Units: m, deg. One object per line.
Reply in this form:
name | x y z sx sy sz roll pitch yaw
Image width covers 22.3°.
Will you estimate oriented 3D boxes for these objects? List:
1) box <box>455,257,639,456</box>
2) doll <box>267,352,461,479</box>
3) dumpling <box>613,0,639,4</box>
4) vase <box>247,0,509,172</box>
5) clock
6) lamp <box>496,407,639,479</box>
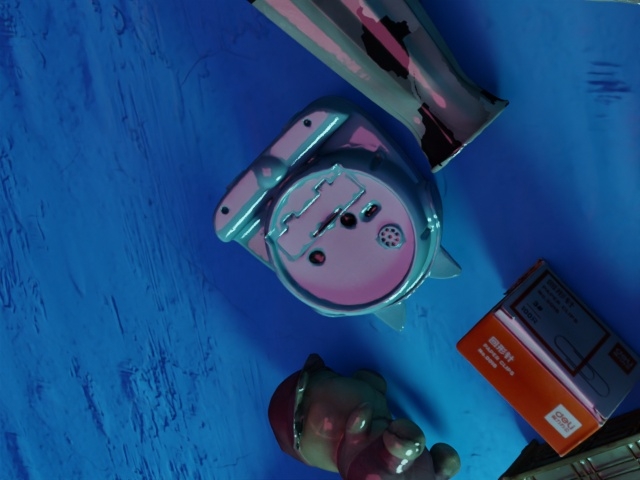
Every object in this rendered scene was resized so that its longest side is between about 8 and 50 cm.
box | 0.264 0.129 1.845 0.182 0.133 0.099 47 134 6
doll | 0.044 0.244 2.083 0.256 0.152 0.196 28 142 36
dumpling | 0.255 -0.326 1.576 0.252 0.131 0.179 25 99 15
vase | 0.043 -0.242 1.778 0.360 0.165 0.165 48 136 -2
clock | 0.031 -0.016 1.914 0.274 0.094 0.223 42 111 -2
lamp | 0.355 0.250 1.883 0.325 0.089 0.090 -28 99 46
